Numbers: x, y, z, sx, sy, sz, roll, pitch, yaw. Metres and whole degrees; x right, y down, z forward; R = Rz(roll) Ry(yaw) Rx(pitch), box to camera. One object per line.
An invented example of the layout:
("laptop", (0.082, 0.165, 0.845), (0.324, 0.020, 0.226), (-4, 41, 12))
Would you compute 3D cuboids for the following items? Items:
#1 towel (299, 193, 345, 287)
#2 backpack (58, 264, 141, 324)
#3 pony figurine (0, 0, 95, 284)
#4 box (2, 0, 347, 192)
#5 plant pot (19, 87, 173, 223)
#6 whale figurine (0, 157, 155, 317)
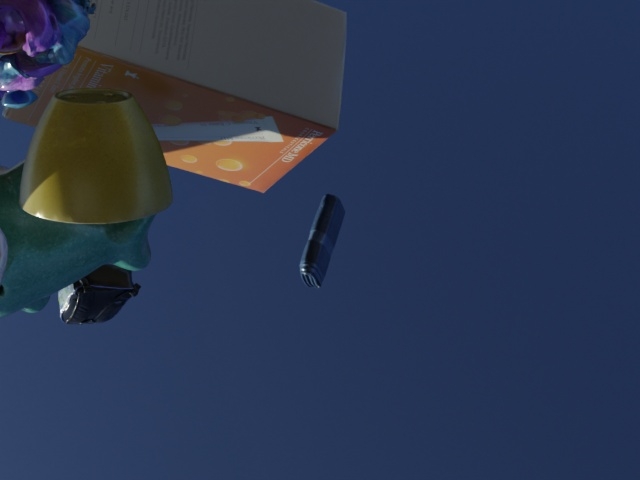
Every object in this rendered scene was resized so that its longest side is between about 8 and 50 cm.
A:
("towel", (0.000, 0.000, 1.338), (0.029, 0.067, 0.119), (13, -110, 16))
("backpack", (-0.346, 0.074, 1.517), (0.114, 0.105, 0.084), (-51, -133, 41))
("pony figurine", (-0.316, -0.090, 0.627), (0.363, 0.303, 0.351), (13, -118, 47))
("box", (-0.171, -0.209, 1.186), (0.345, 0.215, 0.168), (15, -114, -23))
("plant pot", (-0.197, -0.081, 0.873), (0.134, 0.134, 0.095), (9, -70, 16))
("whale figurine", (-0.318, 0.010, 1.122), (0.272, 0.216, 0.141), (0, -143, -21))
